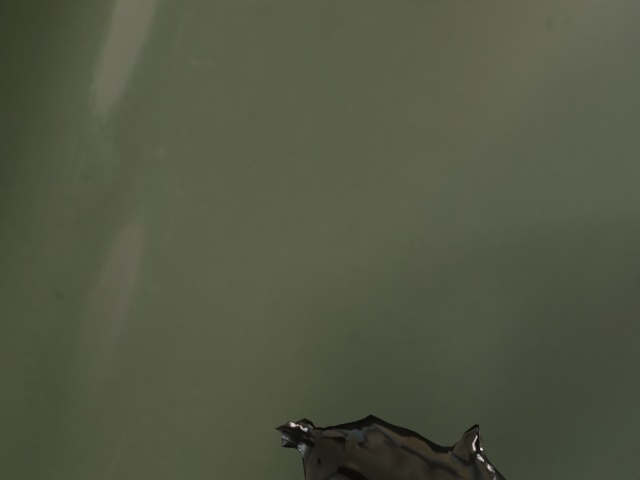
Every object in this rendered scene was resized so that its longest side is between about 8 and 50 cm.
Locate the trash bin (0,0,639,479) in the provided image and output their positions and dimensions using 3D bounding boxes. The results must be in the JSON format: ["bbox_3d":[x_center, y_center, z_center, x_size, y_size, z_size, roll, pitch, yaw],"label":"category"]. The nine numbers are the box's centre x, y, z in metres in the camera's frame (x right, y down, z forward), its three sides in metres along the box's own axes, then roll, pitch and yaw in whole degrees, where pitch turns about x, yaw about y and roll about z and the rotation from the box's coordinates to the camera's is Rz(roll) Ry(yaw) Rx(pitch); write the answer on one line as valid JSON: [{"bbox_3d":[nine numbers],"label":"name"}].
[{"bbox_3d":[0.000,0.000,0.528,0.280,0.280,0.432,21,-88,58],"label":"trash bin"}]

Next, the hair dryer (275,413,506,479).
[{"bbox_3d":[0.117,0.162,0.312,0.304,0.359,0.120,-53,-177,-13],"label":"hair dryer"}]
